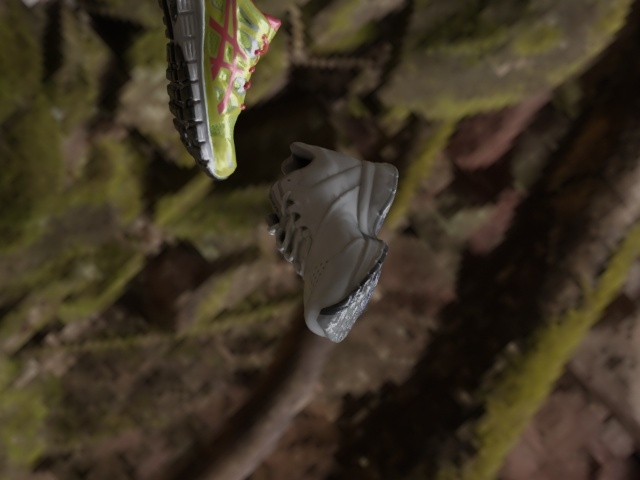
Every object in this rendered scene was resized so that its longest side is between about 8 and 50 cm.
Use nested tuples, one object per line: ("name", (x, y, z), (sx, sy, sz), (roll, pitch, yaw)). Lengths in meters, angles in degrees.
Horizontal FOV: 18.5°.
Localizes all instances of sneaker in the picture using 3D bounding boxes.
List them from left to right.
("sneaker", (-0.074, -0.152, 1.574), (0.094, 0.209, 0.081), (-8, -167, -17))
("sneaker", (0.000, 0.000, 2.019), (0.297, 0.129, 0.111), (-83, -163, -60))
